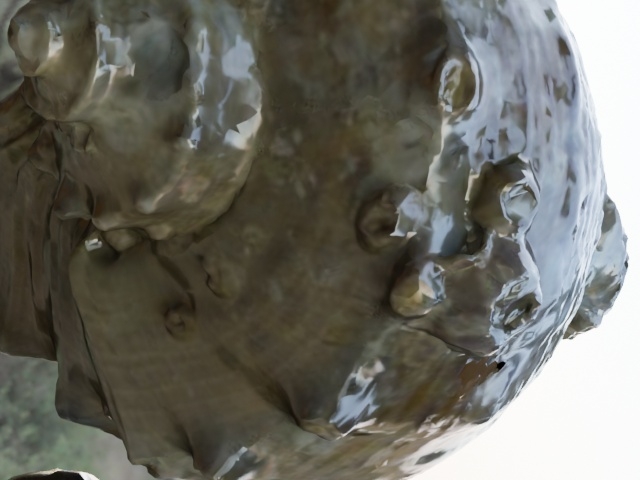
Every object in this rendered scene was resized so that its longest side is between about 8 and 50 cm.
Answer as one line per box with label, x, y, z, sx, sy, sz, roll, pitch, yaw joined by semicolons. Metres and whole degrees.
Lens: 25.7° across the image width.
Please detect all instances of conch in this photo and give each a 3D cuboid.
conch;-0.001;0.013;0.570;0.352;0.297;0.210;38;39;-33

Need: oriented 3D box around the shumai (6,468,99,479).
shumai;-0.184;0.219;0.701;0.267;0.262;0.314;51;0;1
